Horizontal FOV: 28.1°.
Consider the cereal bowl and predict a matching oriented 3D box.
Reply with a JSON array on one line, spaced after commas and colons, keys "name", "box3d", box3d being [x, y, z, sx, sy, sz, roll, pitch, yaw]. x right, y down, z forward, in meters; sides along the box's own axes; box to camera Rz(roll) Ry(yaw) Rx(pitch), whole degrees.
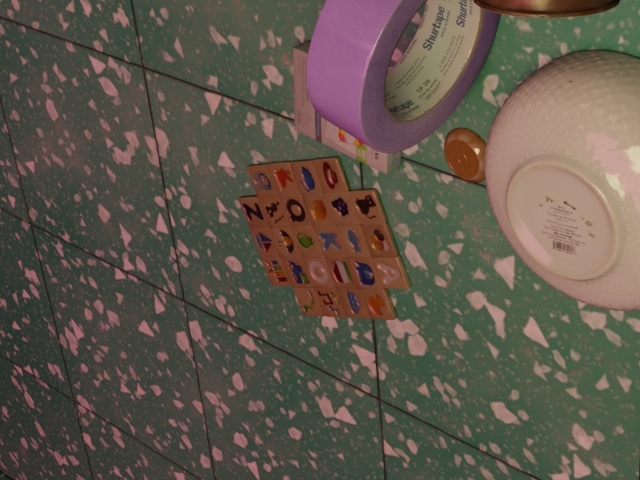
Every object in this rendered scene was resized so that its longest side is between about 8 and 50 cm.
[{"name": "cereal bowl", "box3d": [0.334, -0.054, 1.568, 0.339, 0.141, 0.339, 27, 134, 33]}]

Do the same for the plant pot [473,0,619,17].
[{"name": "plant pot", "box3d": [0.255, -0.349, 1.428, 0.167, 0.167, 0.165, 20, 124, 39]}]

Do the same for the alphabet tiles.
[{"name": "alphabet tiles", "box3d": [0.000, 0.000, 2.096, 0.342, 0.011, 0.285, -1, 115, 49]}]

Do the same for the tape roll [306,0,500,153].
[{"name": "tape roll", "box3d": [0.107, -0.247, 1.565, 0.090, 0.275, 0.275, 33, 138, 27]}]

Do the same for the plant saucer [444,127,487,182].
[{"name": "plant saucer", "box3d": [0.201, -0.115, 1.776, 0.083, 0.015, 0.083, 28, 135, 33]}]

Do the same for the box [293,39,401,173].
[{"name": "box", "box3d": [0.039, -0.196, 1.881, 0.186, 0.038, 0.145, 28, 135, 32]}]
